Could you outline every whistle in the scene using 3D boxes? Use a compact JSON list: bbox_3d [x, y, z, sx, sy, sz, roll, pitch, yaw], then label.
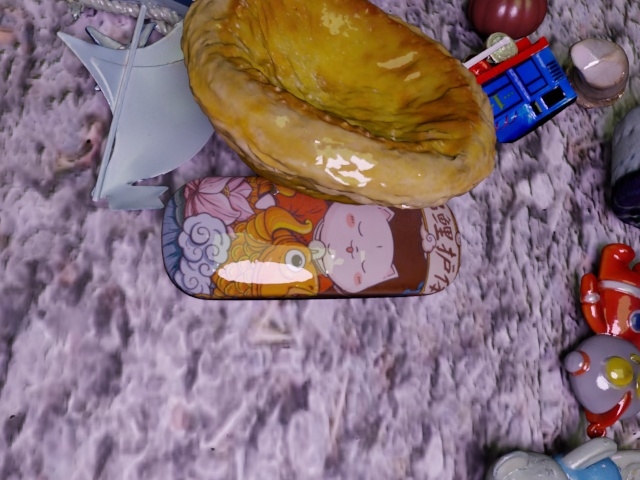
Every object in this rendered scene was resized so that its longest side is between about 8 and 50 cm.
[{"bbox_3d":[0.284,0.272,0.565,0.236,0.077,0.113,0,111,-18],"label":"whistle"}]

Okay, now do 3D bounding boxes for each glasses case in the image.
[{"bbox_3d":[0.000,0.000,0.531,0.321,0.082,0.122,1,74,-17],"label":"glasses case"}]

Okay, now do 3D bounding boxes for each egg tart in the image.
[{"bbox_3d":[0.012,-0.132,0.489,0.319,0.128,0.318,12,49,-14],"label":"egg tart"}]

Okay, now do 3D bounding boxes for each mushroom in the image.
[{"bbox_3d":[0.345,-0.215,0.630,0.209,0.071,0.084,-14,77,-61],"label":"mushroom"}]

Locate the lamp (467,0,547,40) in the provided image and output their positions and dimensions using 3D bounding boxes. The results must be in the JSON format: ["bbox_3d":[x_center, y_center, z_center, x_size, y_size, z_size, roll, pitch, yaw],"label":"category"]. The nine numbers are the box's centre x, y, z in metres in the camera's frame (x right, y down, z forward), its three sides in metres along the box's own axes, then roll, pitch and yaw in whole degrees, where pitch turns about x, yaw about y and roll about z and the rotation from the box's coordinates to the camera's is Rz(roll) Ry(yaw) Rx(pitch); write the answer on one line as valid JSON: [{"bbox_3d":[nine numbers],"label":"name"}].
[{"bbox_3d":[0.243,-0.304,0.658,0.101,0.090,0.101,3,39,-2],"label":"lamp"}]

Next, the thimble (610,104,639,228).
[{"bbox_3d":[0.484,-0.094,0.611,0.237,0.237,0.150,9,78,-15],"label":"thimble"}]

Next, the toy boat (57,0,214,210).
[{"bbox_3d":[-0.185,-0.185,0.518,0.210,0.070,0.291,36,74,-13],"label":"toy boat"}]

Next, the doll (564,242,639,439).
[{"bbox_3d":[0.365,0.126,0.621,0.142,0.076,0.245,28,69,-9],"label":"doll"}]

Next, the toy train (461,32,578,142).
[{"bbox_3d":[0.205,-0.173,0.625,0.204,0.083,0.131,-31,91,-19],"label":"toy train"}]
